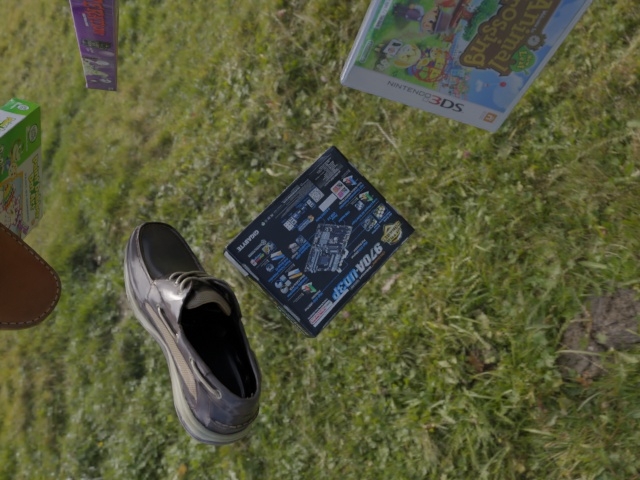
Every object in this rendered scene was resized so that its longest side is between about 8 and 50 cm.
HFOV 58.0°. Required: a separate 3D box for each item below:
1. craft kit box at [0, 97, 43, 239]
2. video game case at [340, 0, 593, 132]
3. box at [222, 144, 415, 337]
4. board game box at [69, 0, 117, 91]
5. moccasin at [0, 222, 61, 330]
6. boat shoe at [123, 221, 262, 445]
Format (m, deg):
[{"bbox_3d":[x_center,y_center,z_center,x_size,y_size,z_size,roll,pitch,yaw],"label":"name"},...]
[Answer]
[{"bbox_3d":[-0.559,-0.082,0.994,0.246,0.061,0.249,-89,13,-54],"label":"craft kit box"},{"bbox_3d":[0.145,-0.215,0.576,0.212,0.194,0.023,118,162,-48],"label":"video game case"},{"bbox_3d":[0.000,0.000,0.821,0.220,0.175,0.051,-46,5,-15],"label":"box"},{"bbox_3d":[-0.252,-0.319,0.660,0.347,0.056,0.208,177,98,-71],"label":"board game box"},{"bbox_3d":[-0.399,-0.034,0.536,0.147,0.380,0.139,-4,47,37],"label":"moccasin"},{"bbox_3d":[-0.169,0.103,0.821,0.130,0.132,0.355,-50,62,37],"label":"boat shoe"}]
